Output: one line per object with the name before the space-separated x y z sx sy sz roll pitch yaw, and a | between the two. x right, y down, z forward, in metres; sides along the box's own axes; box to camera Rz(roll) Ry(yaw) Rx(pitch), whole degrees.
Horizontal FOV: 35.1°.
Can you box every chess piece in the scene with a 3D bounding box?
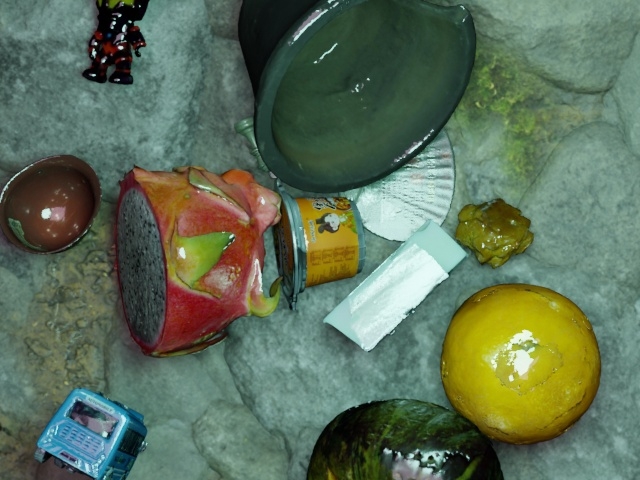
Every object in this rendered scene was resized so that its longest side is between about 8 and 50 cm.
chess piece | -0.107 -0.158 1.683 0.042 0.042 0.093 -25 91 1

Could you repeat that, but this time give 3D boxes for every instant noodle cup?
instant noodle cup | 0.000 0.000 1.606 0.125 0.177 0.208 -7 104 -11

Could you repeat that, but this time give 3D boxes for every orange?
orange | 0.299 0.184 1.527 0.246 0.246 0.246 0 85 3

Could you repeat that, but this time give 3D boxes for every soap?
soap | 0.121 0.075 1.594 0.230 0.145 0.091 -45 85 4

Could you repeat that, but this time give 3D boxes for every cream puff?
cream puff | 0.275 -0.010 1.620 0.122 0.094 0.116 29 45 -2

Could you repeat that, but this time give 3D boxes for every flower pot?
flower pot | 0.014 -0.281 1.552 0.379 0.379 0.251 -39 54 -1

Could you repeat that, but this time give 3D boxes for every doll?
doll | -0.334 -0.385 1.688 0.127 0.088 0.248 15 90 4

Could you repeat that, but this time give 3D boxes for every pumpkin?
pumpkin | 0.129 0.377 1.508 0.320 0.192 0.320 13 124 19

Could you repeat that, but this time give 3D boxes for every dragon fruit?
dragon fruit | -0.179 0.021 1.556 0.226 0.305 0.305 -7 84 -28

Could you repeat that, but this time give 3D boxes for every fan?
fan | 0.093 -0.134 1.681 0.294 0.012 0.223 28 87 4

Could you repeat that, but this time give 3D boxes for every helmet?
helmet | -0.430 -0.052 1.655 0.155 0.106 0.175 32 82 7

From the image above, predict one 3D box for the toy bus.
toy bus | -0.343 0.307 1.555 0.113 0.246 0.134 27 76 5
